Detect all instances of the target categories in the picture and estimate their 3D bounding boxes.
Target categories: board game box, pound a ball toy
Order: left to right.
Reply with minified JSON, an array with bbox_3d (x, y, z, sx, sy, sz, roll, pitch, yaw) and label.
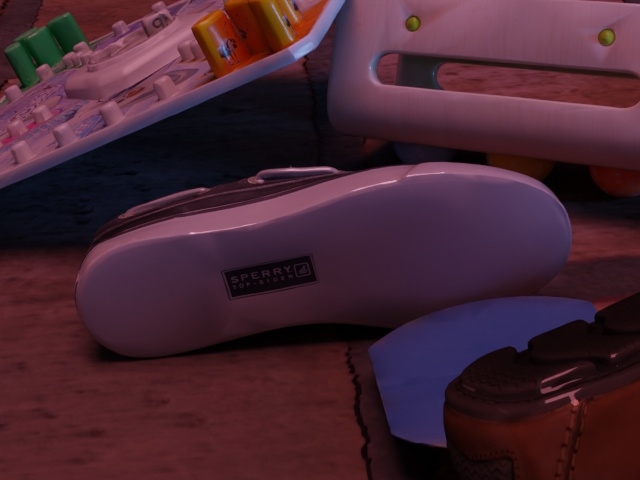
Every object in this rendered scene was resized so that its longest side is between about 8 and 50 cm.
[{"bbox_3d":[-0.150,-0.158,1.079,0.390,0.050,0.390,-20,21,20],"label":"board game box"},{"bbox_3d":[0.099,0.082,0.732,0.133,0.033,0.169,-11,21,-2],"label":"board game box"},{"bbox_3d":[0.193,-0.105,1.015,0.319,0.136,0.208,10,7,28],"label":"pound a ball toy"}]

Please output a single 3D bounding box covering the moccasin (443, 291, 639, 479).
[{"bbox_3d":[0.243,0.068,0.627,0.380,0.147,0.139,-22,10,-24],"label":"moccasin"}]

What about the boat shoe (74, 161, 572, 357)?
[{"bbox_3d":[0.000,0.000,0.842,0.301,0.108,0.102,-11,27,3],"label":"boat shoe"}]
